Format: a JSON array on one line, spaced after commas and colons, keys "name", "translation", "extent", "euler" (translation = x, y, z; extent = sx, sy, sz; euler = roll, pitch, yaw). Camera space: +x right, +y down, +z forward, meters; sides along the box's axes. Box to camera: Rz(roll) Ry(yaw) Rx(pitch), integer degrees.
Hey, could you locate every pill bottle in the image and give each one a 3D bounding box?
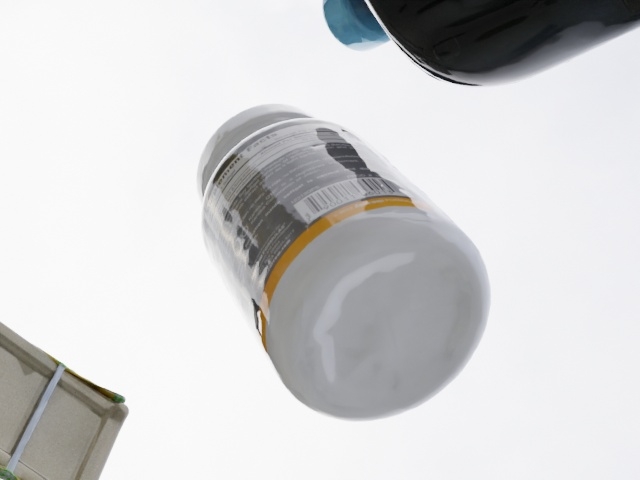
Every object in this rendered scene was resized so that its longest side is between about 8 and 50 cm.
[{"name": "pill bottle", "translation": [0.000, 0.000, 0.798], "extent": [0.278, 0.162, 0.162], "euler": [-129, -129, -58]}]

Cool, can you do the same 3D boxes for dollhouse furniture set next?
[{"name": "dollhouse furniture set", "translation": [-0.335, 0.234, 0.967], "extent": [0.197, 0.301, 0.151], "euler": [40, -58, -16]}]

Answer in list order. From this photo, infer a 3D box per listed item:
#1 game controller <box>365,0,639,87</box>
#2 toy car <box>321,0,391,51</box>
[{"name": "game controller", "translation": [0.034, -0.206, 0.355], "extent": [0.166, 0.067, 0.319], "euler": [-20, -70, 35]}, {"name": "toy car", "translation": [0.094, -0.308, 0.841], "extent": [0.219, 0.210, 0.238], "euler": [-12, -77, 58]}]
